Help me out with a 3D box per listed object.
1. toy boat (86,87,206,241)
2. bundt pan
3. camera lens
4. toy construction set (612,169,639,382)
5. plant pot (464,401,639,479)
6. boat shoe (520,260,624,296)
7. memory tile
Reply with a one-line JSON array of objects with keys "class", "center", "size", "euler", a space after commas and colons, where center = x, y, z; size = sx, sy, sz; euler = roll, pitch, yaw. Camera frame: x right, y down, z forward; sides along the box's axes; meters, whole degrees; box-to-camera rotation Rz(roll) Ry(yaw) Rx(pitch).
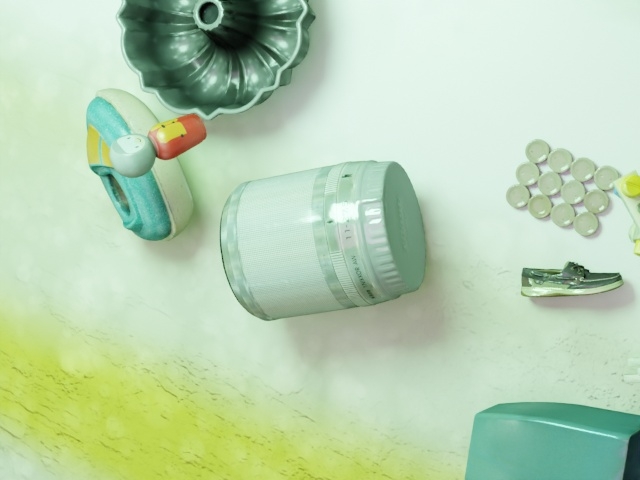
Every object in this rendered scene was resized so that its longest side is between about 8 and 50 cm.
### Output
[{"class": "toy boat", "center": [-0.291, -0.125, 1.848], "size": [0.148, 0.318, 0.268], "euler": [-27, 92, -24]}, {"class": "bundt pan", "center": [-0.154, -0.354, 1.874], "size": [0.330, 0.124, 0.331], "euler": [1, 93, 20]}, {"class": "camera lens", "center": [0.000, 0.000, 1.782], "size": [0.274, 0.219, 0.219], "euler": [-10, 89, 21]}, {"class": "toy construction set", "center": [0.512, 0.062, 1.626], "size": [0.215, 0.151, 0.328], "euler": [-3, 100, -3]}, {"class": "plant pot", "center": [0.341, 0.322, 1.705], "size": [0.234, 0.165, 0.166], "euler": [10, 96, 28]}, {"class": "boat shoe", "center": [0.368, 0.055, 1.732], "size": [0.152, 0.056, 0.049], "euler": [-6, 96, 21]}, {"class": "memory tile", "center": [0.360, -0.079, 1.751], "size": [0.148, 0.012, 0.113], "euler": [24, 101, 17]}]
